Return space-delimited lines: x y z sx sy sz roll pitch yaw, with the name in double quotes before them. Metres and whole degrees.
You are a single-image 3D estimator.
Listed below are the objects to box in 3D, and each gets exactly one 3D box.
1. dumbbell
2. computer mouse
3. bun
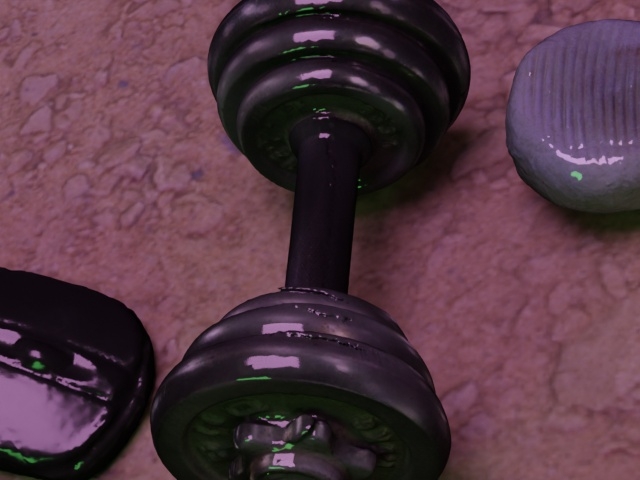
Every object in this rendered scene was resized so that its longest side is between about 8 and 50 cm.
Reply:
"dumbbell" 0.000 0.000 1.099 0.179 0.179 0.406 -9 51 19
"computer mouse" -0.243 0.082 1.211 0.270 0.086 0.137 5 57 27
"bun" 0.187 -0.073 1.136 0.141 0.083 0.140 -6 56 10
